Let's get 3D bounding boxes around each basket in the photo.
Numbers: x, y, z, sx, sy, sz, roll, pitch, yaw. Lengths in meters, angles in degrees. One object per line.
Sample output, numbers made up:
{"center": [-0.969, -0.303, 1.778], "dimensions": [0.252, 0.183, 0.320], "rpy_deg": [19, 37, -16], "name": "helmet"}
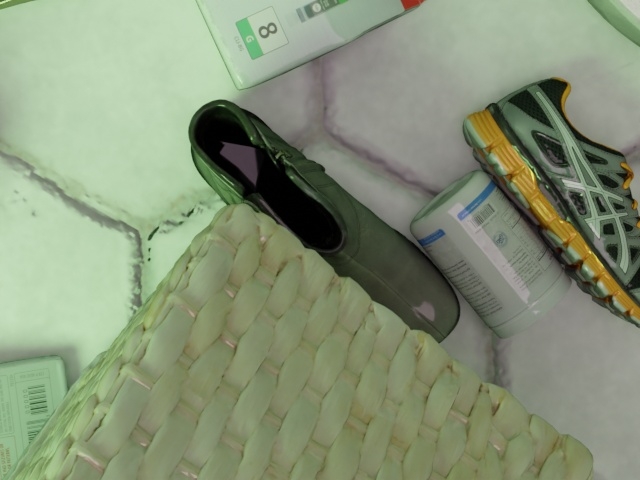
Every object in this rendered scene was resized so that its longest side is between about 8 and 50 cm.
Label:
{"center": [-0.042, 0.214, 1.190], "dimensions": [0.328, 0.331, 0.266], "rpy_deg": [35, 134, -5], "name": "basket"}

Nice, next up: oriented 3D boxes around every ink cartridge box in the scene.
{"center": [0.006, -0.233, 1.332], "dimensions": [0.225, 0.056, 0.181], "rpy_deg": [-25, 96, 0], "name": "ink cartridge box"}

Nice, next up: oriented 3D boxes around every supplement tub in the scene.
{"center": [0.122, 0.009, 1.350], "dimensions": [0.071, 0.071, 0.107], "rpy_deg": [-39, 97, 0], "name": "supplement tub"}

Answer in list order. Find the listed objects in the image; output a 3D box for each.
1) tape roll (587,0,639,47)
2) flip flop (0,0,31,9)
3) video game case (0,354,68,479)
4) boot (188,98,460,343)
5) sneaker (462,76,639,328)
{"center": [0.341, -0.299, 1.342], "dimensions": [0.392, 0.072, 0.392], "rpy_deg": [0, 95, -5], "name": "tape roll"}
{"center": [-0.252, -0.189, 1.297], "dimensions": [0.277, 0.080, 0.112], "rpy_deg": [-16, 96, 4], "name": "flip flop"}
{"center": [-0.270, 0.208, 1.332], "dimensions": [0.206, 0.026, 0.227], "rpy_deg": [-8, 96, -21], "name": "video game case"}
{"center": [0.000, 0.000, 1.295], "dimensions": [0.246, 0.161, 0.083], "rpy_deg": [41, 91, -6], "name": "boot"}
{"center": [0.196, -0.023, 1.349], "dimensions": [0.083, 0.084, 0.215], "rpy_deg": [-39, 95, -5], "name": "sneaker"}
